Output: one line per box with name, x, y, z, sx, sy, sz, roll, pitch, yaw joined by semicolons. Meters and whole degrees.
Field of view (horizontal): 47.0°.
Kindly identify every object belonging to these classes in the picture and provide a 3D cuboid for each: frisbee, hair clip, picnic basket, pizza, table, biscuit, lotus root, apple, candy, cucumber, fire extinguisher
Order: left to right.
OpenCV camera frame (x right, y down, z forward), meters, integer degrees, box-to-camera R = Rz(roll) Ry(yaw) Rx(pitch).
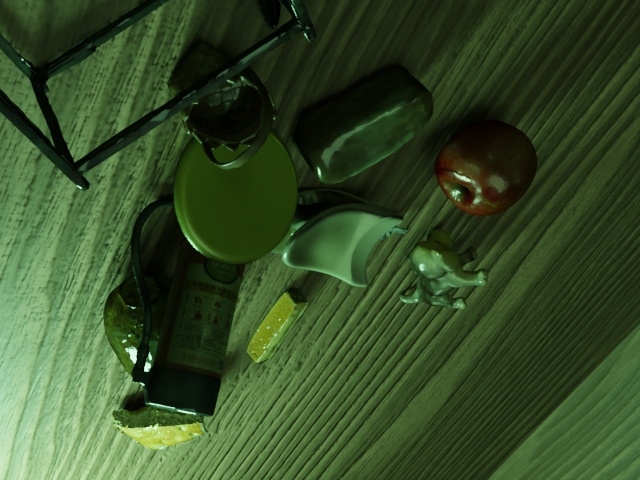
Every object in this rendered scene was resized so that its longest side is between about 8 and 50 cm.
table;-0.227;-0.286;0.810;0.335;0.222;0.272;-33;143;-1
lotus root;-0.293;0.174;1.320;0.160;0.152;0.275;-16;138;-6
pizza;-0.336;0.393;1.598;0.188;0.081;0.204;-4;149;-1
fire extinguisher;-0.210;0.079;1.180;0.113;0.376;0.200;-6;154;42
picnic basket;-0.125;-0.177;1.036;0.137;0.178;0.128;19;119;-46
frisbee;-0.126;-0.077;1.166;0.236;0.017;0.236;-4;97;-39
cucumber;-0.074;-0.370;0.986;0.036;0.033;0.184;-2;138;0
biscuit;-0.091;0.183;1.561;0.056;0.052;0.188;-4;136;-51
hair clip;-0.005;-0.010;1.369;0.282;0.113;0.173;3;123;-42
candy;0.073;-0.193;1.225;0.234;0.104;0.102;-29;143;-7
apple;0.316;-0.141;1.411;0.168;0.181;0.181;-51;146;-16

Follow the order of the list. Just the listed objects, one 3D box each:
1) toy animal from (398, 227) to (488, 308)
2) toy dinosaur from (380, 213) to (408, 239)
toy animal;0.275;0.069;1.659;0.168;0.121;0.233;-6;147;-9
toy dinosaur;0.093;-0.024;1.479;0.208;0.039;0.082;10;133;-37
